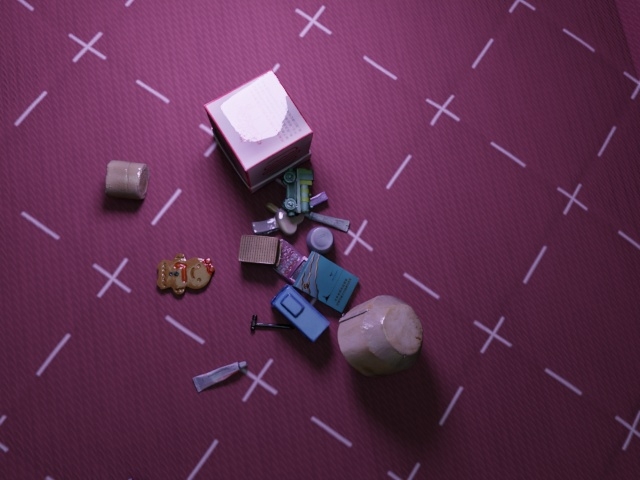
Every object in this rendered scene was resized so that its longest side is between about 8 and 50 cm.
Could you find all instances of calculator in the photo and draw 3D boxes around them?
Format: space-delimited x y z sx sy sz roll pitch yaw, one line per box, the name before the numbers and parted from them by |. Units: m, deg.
calculator | -0.124 0.094 1.784 0.190 0.034 0.127 38 81 7

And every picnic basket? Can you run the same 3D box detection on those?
picnic basket | -0.242 0.043 1.740 0.164 0.079 0.115 5 76 5

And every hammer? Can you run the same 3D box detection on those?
hammer | -0.192 0.337 1.745 0.178 0.021 0.065 6 80 -5

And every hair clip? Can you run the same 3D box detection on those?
hair clip | -0.176 -0.084 1.792 0.218 0.071 0.159 -18 81 -12

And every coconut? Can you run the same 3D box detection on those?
coconut | 0.224 0.363 1.658 0.322 0.323 0.323 1 81 -5

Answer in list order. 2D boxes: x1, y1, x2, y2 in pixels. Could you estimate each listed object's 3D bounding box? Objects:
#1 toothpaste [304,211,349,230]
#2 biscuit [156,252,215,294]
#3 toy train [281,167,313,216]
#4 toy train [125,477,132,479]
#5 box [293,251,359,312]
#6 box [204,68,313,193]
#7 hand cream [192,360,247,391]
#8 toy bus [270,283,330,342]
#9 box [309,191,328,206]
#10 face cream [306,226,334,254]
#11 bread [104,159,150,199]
toothpaste | 0.025 -0.085 1.827 0.197 0.029 0.048 15 83 -6
biscuit | -0.536 0.133 1.736 0.225 0.036 0.166 1 80 -6
toy train | -0.091 -0.194 1.758 0.132 0.083 0.200 0 85 -13
toy train | -0.678 1.016 1.548 0.201 0.131 0.300 -26 84 -1
box | 0.025 0.168 1.753 0.229 0.041 0.162 31 79 -18
box | -0.235 -0.419 1.713 0.312 0.300 0.315 -32 86 -10
hand cream | -0.385 0.522 1.695 0.216 0.038 0.052 -22 60 -3
toy bus | -0.082 0.282 1.707 0.234 0.133 0.116 43 81 1
box | -0.028 -0.160 1.822 0.117 0.050 0.036 -26 83 -11
face cream | 0.000 0.000 1.772 0.117 0.104 0.117 1 83 -5
bread | -0.765 -0.240 1.720 0.141 0.134 0.148 5 68 -5
